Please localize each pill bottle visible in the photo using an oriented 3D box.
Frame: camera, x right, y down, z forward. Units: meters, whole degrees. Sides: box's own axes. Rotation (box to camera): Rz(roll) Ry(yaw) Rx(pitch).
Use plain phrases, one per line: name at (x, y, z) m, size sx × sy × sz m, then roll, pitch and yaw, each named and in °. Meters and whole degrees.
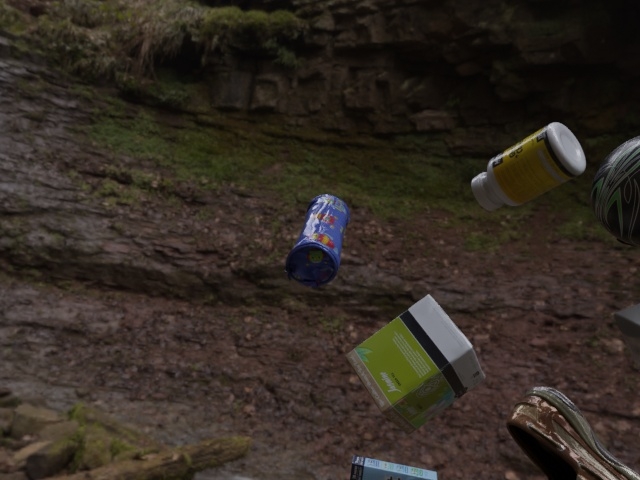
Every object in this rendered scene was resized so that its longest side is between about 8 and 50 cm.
pill bottle at (0.371, -0.126, 0.988) m, size 0.103 × 0.103 × 0.184 m, roll 17°, pitch -34°, yaw -35°

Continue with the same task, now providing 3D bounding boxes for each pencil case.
pencil case at (0.000, 0.000, 1.327) m, size 0.120 × 0.133 × 0.306 m, roll 12°, pitch 29°, yaw 3°

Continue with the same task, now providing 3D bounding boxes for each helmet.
helmet at (0.502, -0.078, 0.829) m, size 0.162 × 0.169 × 0.169 m, roll 37°, pitch -26°, yaw -33°

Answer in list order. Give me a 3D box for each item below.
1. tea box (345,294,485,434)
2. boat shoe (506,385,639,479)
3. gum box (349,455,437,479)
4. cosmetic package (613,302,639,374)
tea box at (0.304, 0.395, 1.695) m, size 0.324 × 0.220 × 0.329 m, roll -36°, pitch -37°, yaw 2°
boat shoe at (0.433, 0.400, 0.893) m, size 0.116 × 0.324 × 0.123 m, roll -27°, pitch -28°, yaw -26°
gum box at (0.152, 0.570, 1.192) m, size 0.185 × 0.156 × 0.041 m, roll 7°, pitch 6°, yaw 9°
cosmetic package at (0.496, 0.153, 0.716) m, size 0.107 × 0.127 × 0.238 m, roll -23°, pitch -3°, yaw 8°
